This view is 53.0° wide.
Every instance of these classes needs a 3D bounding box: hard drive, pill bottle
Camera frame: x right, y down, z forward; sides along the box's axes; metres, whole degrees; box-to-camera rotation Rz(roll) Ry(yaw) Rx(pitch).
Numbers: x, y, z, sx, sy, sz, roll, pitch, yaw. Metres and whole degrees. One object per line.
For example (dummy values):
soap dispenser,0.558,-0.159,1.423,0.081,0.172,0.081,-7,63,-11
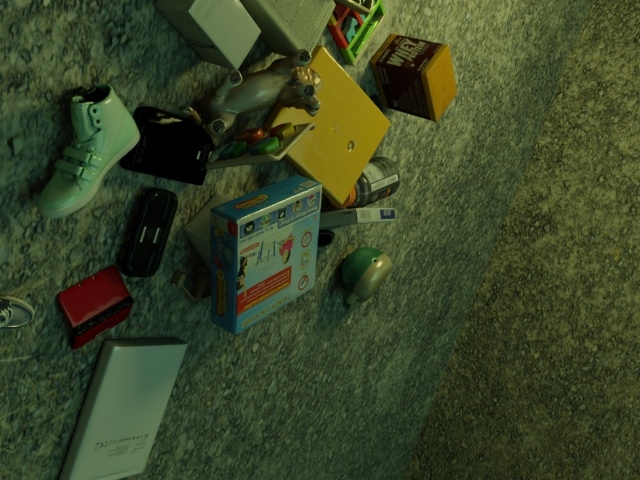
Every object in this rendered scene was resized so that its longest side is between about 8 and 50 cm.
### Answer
hard drive,-0.461,0.401,1.516,0.233,0.047,0.353,11,101,-57
pill bottle,0.126,-0.169,1.942,0.245,0.130,0.131,-25,129,-46

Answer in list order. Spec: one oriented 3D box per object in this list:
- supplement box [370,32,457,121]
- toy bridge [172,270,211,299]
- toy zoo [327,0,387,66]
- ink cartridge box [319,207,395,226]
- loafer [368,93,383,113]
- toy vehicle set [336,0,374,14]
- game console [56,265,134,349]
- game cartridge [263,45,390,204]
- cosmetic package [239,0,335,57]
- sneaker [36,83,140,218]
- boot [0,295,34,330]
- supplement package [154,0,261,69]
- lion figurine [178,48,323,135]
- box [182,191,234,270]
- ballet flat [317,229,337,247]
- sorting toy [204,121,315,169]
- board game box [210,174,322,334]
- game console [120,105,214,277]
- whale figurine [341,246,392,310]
supplement box,0.279,-0.484,1.904,0.129,0.194,0.191,-54,146,-19
toy bridge,-0.300,0.115,1.590,0.188,0.026,0.063,14,99,-57
toy zoo,0.078,-0.625,1.673,0.192,0.030,0.293,-59,147,-12
ink cartridge box,0.070,-0.064,1.871,0.223,0.223,0.045,-5,89,-56
loafer,0.095,-0.366,1.832,0.223,0.076,0.078,-27,112,-40
toy vehicle set,0.086,-0.712,1.568,0.165,0.035,0.267,3,97,-50
game console,-0.479,0.142,1.356,0.144,0.085,0.124,-33,166,-41
game cartridge,0.020,-0.298,1.698,0.323,0.052,0.285,40,75,-36
cosmetic package,-0.104,-0.543,1.382,0.160,0.113,0.309,-63,147,-6
sneaker,-0.438,-0.168,1.140,0.256,0.094,0.151,-60,155,-29
boot,-0.579,0.138,1.137,0.190,0.086,0.069,22,91,-58
supplement package,-0.221,-0.443,1.280,0.105,0.105,0.179,-61,147,-10
lion figurine,-0.150,-0.317,1.412,0.391,0.240,0.142,-18,101,-24
box,-0.231,-0.007,1.554,0.130,0.091,0.171,-51,145,-23
ballet flat,0.000,0.000,1.937,0.173,0.049,0.058,-3,113,-55
sorting toy,-0.135,-0.219,1.439,0.208,0.192,0.038,-49,128,-50
board game box,-0.129,0.028,1.558,0.308,0.086,0.302,-27,132,-47
game console,-0.351,-0.092,1.369,0.213,0.043,0.362,10,100,-57
whale figurine,0.133,0.128,2.171,0.216,0.141,0.272,-43,166,-32
